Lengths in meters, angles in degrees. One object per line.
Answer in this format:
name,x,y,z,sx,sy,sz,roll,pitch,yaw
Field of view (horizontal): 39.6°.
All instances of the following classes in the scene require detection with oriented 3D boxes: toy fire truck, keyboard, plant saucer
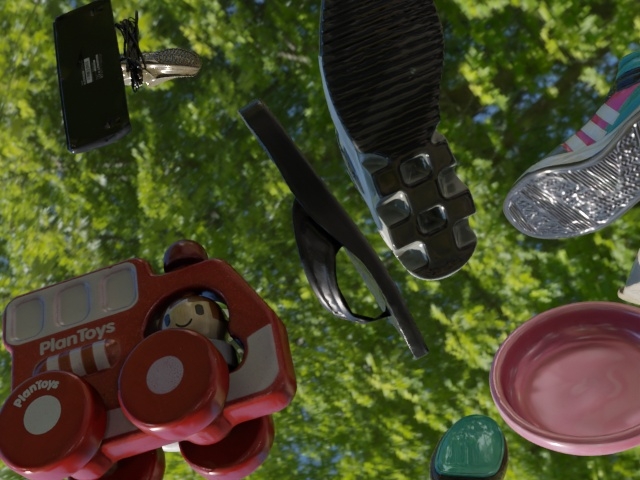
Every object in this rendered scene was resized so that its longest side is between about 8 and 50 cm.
toy fire truck,-0.184,0.119,0.904,0.302,0.169,0.254,-20,-125,7
keyboard,-0.228,-0.176,0.948,0.100,0.038,0.192,-19,-118,8
plant saucer,0.461,0.242,1.519,0.332,0.332,0.084,-47,-49,-34

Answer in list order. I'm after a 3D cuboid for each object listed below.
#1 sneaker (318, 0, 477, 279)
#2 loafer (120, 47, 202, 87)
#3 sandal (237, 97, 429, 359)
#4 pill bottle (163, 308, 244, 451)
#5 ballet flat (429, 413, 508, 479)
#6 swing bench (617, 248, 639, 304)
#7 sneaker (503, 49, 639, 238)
sneaker,0.057,-0.128,0.886,0.122,0.146,0.330,-19,-65,-10
loafer,-0.266,-0.282,1.461,0.148,0.050,0.056,2,-137,7
sandal,-0.001,-0.001,1.298,0.107,0.167,0.445,-36,-96,-1
pill bottle,-0.186,0.198,1.353,0.162,0.162,0.278,56,-165,-1
ballet flat,0.218,0.395,1.340,0.123,0.123,0.348,47,-156,-7
swing bench,0.520,-0.054,1.213,0.165,0.253,0.254,10,-108,14
sneaker,0.352,-0.126,1.056,0.124,0.295,0.178,45,-132,-9
